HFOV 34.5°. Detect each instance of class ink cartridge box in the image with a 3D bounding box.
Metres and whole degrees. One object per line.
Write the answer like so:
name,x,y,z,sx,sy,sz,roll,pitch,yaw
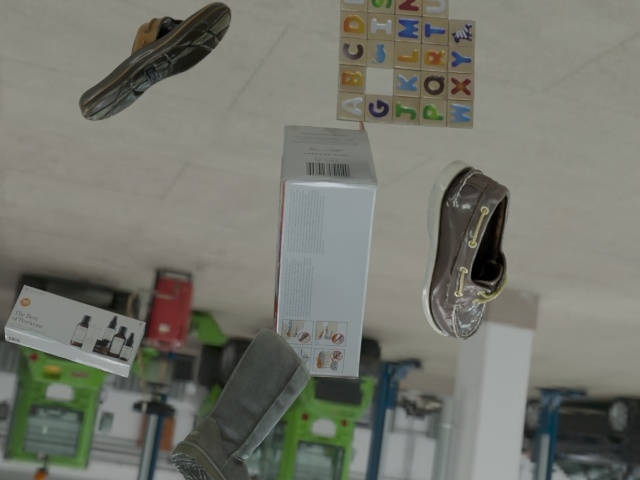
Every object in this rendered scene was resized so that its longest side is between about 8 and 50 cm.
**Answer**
ink cartridge box,0.000,0.000,1.519,0.130,0.309,0.272,3,-154,-3

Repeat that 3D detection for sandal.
sandal,-0.201,-0.223,1.225,0.060,0.219,0.090,51,172,11

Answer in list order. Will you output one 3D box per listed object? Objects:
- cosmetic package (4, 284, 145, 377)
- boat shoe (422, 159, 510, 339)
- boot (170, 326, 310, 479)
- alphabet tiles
cosmetic package,-0.458,0.169,1.932,0.239,0.099,0.060,17,145,-3
boat shoe,0.220,0.034,1.507,0.097,0.116,0.324,28,139,32
boot,-0.079,0.244,1.298,0.076,0.208,0.189,-3,126,36
alphabet tiles,0.124,-0.281,1.467,0.198,0.237,0.009,3,174,-8
